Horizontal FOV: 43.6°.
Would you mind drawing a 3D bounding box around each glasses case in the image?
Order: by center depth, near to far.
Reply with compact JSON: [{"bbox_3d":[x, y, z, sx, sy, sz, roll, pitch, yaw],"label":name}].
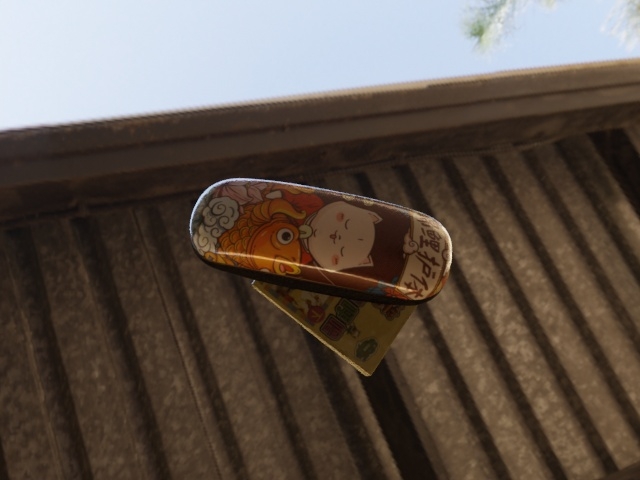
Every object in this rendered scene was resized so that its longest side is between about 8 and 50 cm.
[{"bbox_3d":[0.000,0.000,0.981,0.321,0.082,0.122,11,-127,5],"label":"glasses case"}]

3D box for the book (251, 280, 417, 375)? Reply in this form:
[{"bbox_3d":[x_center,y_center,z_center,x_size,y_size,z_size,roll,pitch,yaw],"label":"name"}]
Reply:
[{"bbox_3d":[0.031,0.054,1.044,0.192,0.013,0.168,38,-114,0],"label":"book"}]
